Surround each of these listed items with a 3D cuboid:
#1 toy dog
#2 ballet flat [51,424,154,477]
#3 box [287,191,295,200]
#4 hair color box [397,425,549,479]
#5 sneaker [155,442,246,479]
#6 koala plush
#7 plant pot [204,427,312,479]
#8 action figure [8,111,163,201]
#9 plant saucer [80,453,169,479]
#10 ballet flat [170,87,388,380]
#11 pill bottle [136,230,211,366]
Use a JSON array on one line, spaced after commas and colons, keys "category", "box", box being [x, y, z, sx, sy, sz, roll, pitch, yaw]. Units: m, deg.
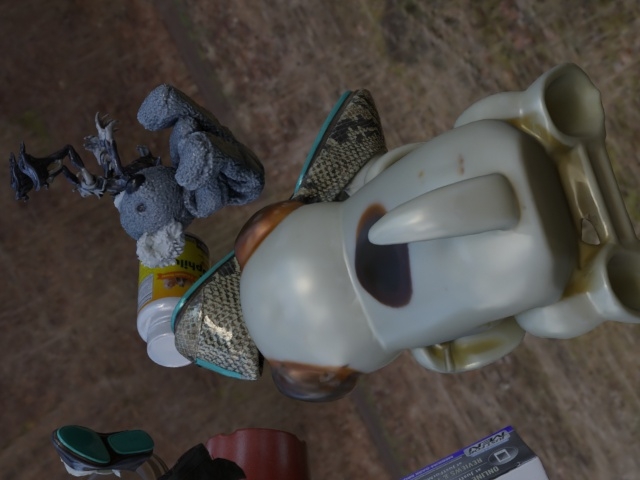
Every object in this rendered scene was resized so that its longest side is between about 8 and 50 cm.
[{"category": "toy dog", "box": [0.101, 0.035, 1.209, 0.395, 0.408, 0.285, -24, -89, -55]}, {"category": "ballet flat", "box": [-0.315, 0.303, 1.604, 0.203, 0.074, 0.074, 17, -141, -59]}, {"category": "box", "box": [0.097, 0.006, 1.876, 0.322, 0.079, 0.257, 52, 157, 2]}, {"category": "hair color box", "box": [0.211, 0.402, 1.278, 0.110, 0.185, 0.339, -123, 8, -75]}, {"category": "sneaker", "box": [-0.183, 0.359, 1.659, 0.089, 0.051, 0.170, 58, -143, -7]}, {"category": "koala plush", "box": [-0.214, -0.076, 1.712, 0.203, 0.221, 0.196, 31, -163, -49]}, {"category": "plant pot", "box": [-0.120, 0.504, 2.105, 0.272, 0.272, 0.265, 66, -160, -57]}, {"category": "action figure", "box": [-0.355, -0.128, 1.848, 0.164, 0.275, 0.141, 140, 124, -59]}, {"category": "plant saucer", "box": [-0.443, 0.576, 2.464, 0.041, 0.278, 0.278, 50, -174, -47]}, {"category": "ballet flat", "box": [0.000, 0.000, 1.529, 0.182, 0.483, 0.164, 26, 150, 19]}, {"category": "pill bottle", "box": [-0.231, 0.093, 1.813, 0.215, 0.117, 0.117, -97, -13, -45]}]
